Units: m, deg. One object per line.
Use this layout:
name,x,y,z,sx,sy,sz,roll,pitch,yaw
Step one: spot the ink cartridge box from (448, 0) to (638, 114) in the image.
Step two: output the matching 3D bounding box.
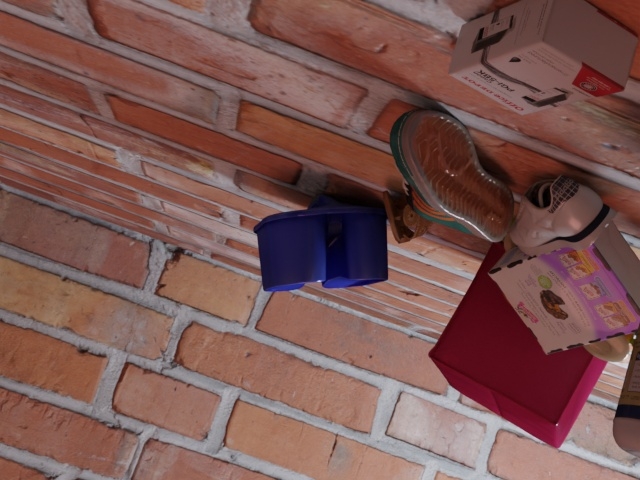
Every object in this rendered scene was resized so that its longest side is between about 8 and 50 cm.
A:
ink cartridge box,0.195,-0.165,0.778,0.099,0.056,0.135,23,169,-24

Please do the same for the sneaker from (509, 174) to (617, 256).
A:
sneaker,0.313,-0.040,1.195,0.094,0.090,0.235,39,167,-5

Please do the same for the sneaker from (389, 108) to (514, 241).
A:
sneaker,0.149,-0.082,1.153,0.121,0.108,0.302,14,166,37

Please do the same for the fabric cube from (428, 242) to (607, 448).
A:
fabric cube,0.382,0.196,1.607,0.259,0.254,0.258,28,170,25

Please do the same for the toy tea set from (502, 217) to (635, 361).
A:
toy tea set,0.444,0.074,1.394,0.336,0.124,0.200,33,147,18

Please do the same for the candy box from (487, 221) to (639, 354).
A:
candy box,0.374,0.068,1.281,0.165,0.070,0.196,53,142,-8

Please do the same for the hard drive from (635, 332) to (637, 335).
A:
hard drive,0.635,0.152,1.632,0.254,0.054,0.172,19,170,1

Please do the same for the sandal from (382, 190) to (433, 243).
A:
sandal,0.159,-0.044,1.491,0.079,0.088,0.240,-14,171,7

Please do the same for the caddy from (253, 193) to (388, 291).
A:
caddy,0.000,0.000,1.670,0.241,0.179,0.341,-2,174,-13

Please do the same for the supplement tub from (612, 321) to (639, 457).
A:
supplement tub,0.485,0.118,0.998,0.228,0.316,0.228,18,170,3
